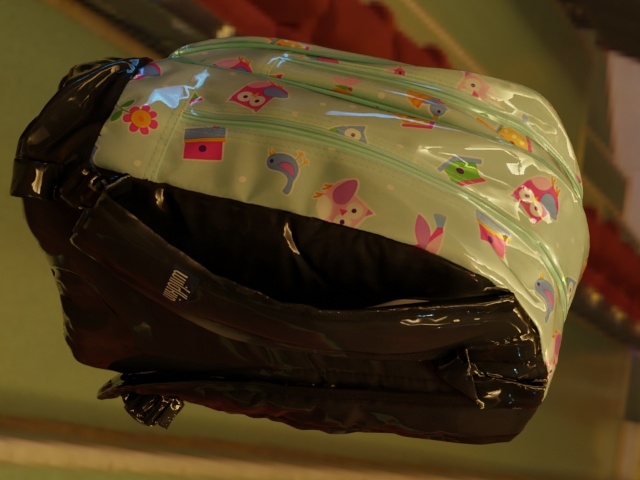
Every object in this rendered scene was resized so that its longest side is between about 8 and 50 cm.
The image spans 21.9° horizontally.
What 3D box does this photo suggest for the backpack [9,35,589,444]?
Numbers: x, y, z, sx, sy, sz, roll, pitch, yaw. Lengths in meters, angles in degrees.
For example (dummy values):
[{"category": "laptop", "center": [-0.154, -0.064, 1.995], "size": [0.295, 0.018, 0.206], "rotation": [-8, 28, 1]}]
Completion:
[{"category": "backpack", "center": [0.000, 0.000, 0.576], "size": [0.152, 0.182, 0.115], "rotation": [77, 26, -56]}]
